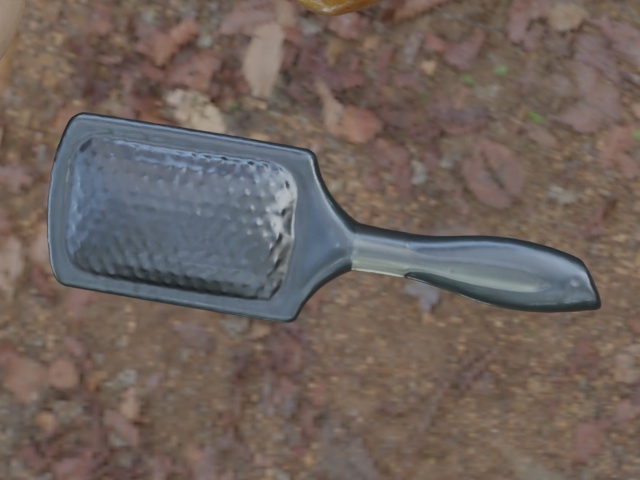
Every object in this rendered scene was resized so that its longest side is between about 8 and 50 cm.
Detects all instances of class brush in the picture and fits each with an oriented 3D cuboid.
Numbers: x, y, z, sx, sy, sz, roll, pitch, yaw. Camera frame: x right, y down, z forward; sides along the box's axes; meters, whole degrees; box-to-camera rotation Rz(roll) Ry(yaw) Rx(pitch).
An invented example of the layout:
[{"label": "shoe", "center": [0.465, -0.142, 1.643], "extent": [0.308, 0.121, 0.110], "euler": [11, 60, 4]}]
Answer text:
[{"label": "brush", "center": [0.000, 0.000, 0.617], "extent": [0.193, 0.016, 0.063], "euler": [9, 104, 6]}]

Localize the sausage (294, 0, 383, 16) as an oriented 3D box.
[{"label": "sausage", "center": [0.095, -0.230, 1.211], "extent": [0.270, 0.109, 0.109], "euler": [-18, 74, 10]}]

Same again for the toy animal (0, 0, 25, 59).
[{"label": "toy animal", "center": [-0.182, -0.125, 0.655], "extent": [0.149, 0.165, 0.248], "euler": [-56, 40, 17]}]
